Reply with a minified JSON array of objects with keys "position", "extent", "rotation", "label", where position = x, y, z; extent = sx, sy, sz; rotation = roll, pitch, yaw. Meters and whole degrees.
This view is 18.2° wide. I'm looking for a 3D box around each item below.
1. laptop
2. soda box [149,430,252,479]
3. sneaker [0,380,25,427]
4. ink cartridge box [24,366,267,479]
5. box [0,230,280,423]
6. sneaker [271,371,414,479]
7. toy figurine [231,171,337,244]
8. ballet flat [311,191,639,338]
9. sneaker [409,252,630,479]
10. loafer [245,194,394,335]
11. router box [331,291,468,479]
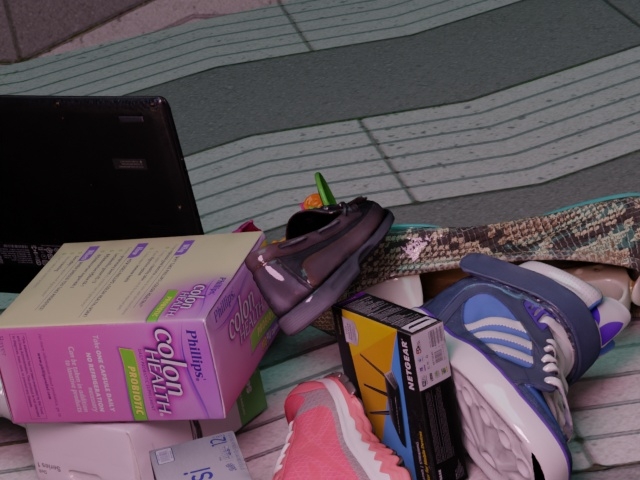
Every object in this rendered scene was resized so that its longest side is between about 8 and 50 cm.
[{"position":[-0.256,-0.042,2.356],"extent":[0.381,0.408,0.236],"rotation":[2,33,25],"label":"laptop"},{"position":[-0.093,0.288,1.863],"extent":[0.091,0.098,0.286],"rotation":[-13,23,-8],"label":"soda box"},{"position":[-0.296,0.155,2.311],"extent":[0.169,0.108,0.292],"rotation":[20,21,18],"label":"sneaker"},{"position":[-0.190,0.186,2.165],"extent":[0.160,0.093,0.219],"rotation":[5,27,35],"label":"ink cartridge box"},{"position":[-0.190,0.092,2.111],"extent":[0.243,0.117,0.213],"rotation":[-4,23,18],"label":"box"},{"position":[-0.004,0.225,1.952],"extent":[0.136,0.116,0.314],"rotation":[-17,23,-11],"label":"sneaker"},{"position":[-0.043,0.018,2.523],"extent":[0.159,0.130,0.173],"rotation":[-24,46,5],"label":"toy figurine"},{"position":[0.179,0.061,2.244],"extent":[0.482,0.164,0.182],"rotation":[-8,48,4],"label":"ballet flat"},{"position":[0.235,0.121,2.028],"extent":[0.236,0.130,0.323],"rotation":[-21,32,-17],"label":"sneaker"},{"position":[0.000,0.000,2.080],"extent":[0.109,0.095,0.302],"rotation":[-40,5,23],"label":"loafer"},{"position":[0.079,0.152,2.002],"extent":[0.046,0.179,0.133],"rotation":[-23,24,-30],"label":"router box"}]
